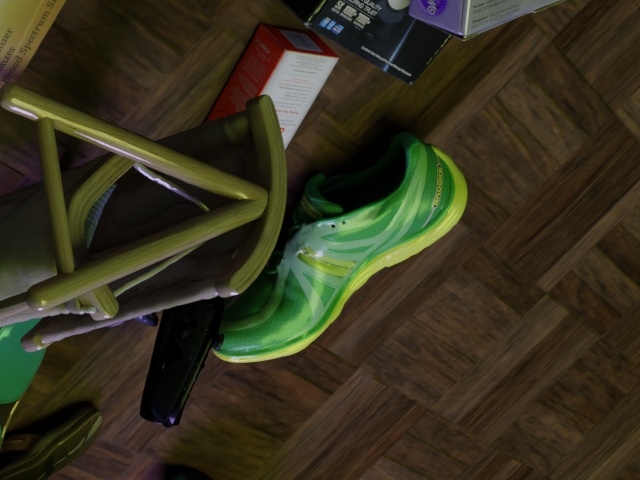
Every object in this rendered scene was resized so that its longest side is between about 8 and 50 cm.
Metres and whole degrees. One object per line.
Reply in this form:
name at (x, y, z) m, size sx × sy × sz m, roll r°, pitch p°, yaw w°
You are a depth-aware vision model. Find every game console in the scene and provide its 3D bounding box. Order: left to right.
game console at (-0.110, 0.073, 1.554) m, size 0.044 × 0.361 × 0.213 m, roll 15°, pitch 102°, yaw -5°

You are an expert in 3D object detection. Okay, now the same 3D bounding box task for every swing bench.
swing bench at (-0.193, -0.006, 1.385) m, size 0.254 × 0.165 × 0.253 m, roll 0°, pitch 168°, yaw -45°

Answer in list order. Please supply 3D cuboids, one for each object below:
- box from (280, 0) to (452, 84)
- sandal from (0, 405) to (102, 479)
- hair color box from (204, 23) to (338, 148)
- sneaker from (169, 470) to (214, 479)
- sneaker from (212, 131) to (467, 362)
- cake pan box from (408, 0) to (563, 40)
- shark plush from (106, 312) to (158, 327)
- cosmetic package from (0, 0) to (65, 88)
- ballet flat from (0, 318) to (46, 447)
box at (0.058, -0.231, 1.568) m, size 0.147 × 0.077 × 0.180 m, roll -50°, pitch 147°, yaw 12°
sandal at (-0.284, 0.208, 1.771) m, size 0.180 × 0.049 × 0.072 m, roll -37°, pitch 156°, yaw -35°
hair color box at (-0.051, -0.118, 1.623) m, size 0.072 × 0.043 × 0.141 m, roll 3°, pitch 127°, yaw -48°
sneaker at (-0.119, 0.369, 2.060) m, size 0.139 × 0.125 × 0.341 m, roll -37°, pitch 147°, yaw -4°
sneaker at (0.000, 0.000, 1.786) m, size 0.295 × 0.109 × 0.123 m, roll -40°, pitch 125°, yaw 1°
cake pan box at (0.187, -0.317, 1.520) m, size 0.267 × 0.070 × 0.246 m, roll -27°, pitch 133°, yaw -41°
shark plush at (-0.198, 0.035, 1.645) m, size 0.067 × 0.073 × 0.161 m, roll -14°, pitch 158°, yaw 15°
cosmetic package at (-0.305, -0.202, 1.173) m, size 0.296 × 0.129 × 0.153 m, roll 5°, pitch 127°, yaw -48°
ballet flat at (-0.306, 0.140, 1.628) m, size 0.080 × 0.073 × 0.232 m, roll 15°, pitch 96°, yaw -52°
